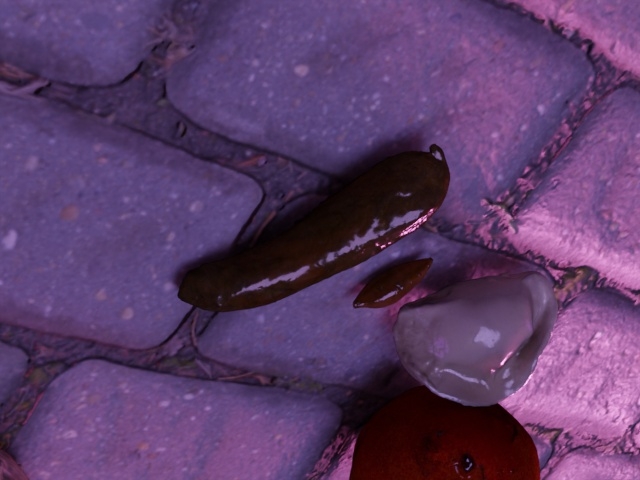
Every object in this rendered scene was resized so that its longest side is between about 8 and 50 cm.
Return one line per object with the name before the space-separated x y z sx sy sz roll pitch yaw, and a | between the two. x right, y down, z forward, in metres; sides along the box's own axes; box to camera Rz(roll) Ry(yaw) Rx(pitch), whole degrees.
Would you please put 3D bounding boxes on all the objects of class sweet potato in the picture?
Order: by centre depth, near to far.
sweet potato | 0.000 0.000 0.985 0.273 0.075 0.075 -29 135 -2
sweet potato | 0.073 0.045 1.087 0.095 0.034 0.034 -28 135 -8

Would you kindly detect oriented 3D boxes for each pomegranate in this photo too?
pomegranate | 0.133 0.268 1.182 0.210 0.210 0.235 -13 130 -22

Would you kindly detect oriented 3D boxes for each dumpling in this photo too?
dumpling | 0.173 0.105 1.127 0.169 0.100 0.134 -15 90 -37

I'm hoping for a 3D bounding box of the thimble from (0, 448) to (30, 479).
thimble | -0.360 0.307 0.920 0.292 0.195 0.291 -17 133 -19
